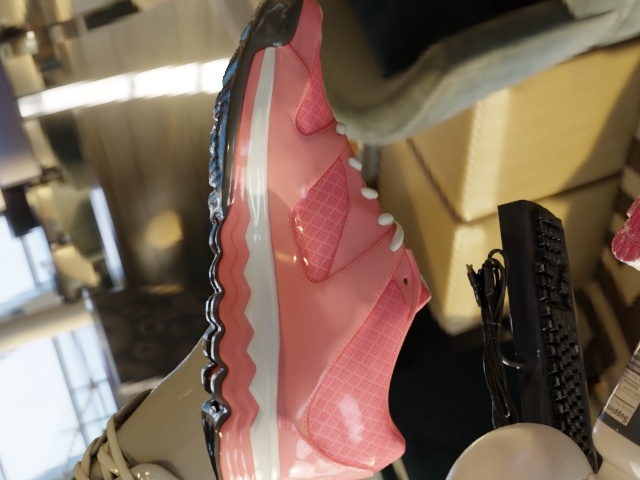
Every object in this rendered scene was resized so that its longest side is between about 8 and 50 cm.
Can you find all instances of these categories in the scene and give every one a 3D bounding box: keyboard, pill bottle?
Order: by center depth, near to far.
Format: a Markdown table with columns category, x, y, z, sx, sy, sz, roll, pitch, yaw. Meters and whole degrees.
| category | x | y | z | sx | sy | sz | roll | pitch | yaw |
| --- | --- | --- | --- | --- | --- | --- | --- | --- | --- |
| pill bottle | 0.243 | 0.120 | 0.832 | 0.180 | 0.108 | 0.108 | -62 | 20 | 3 |
| keyboard | 0.205 | 0.116 | 1.175 | 0.033 | 0.201 | 0.317 | -16 | 74 | 36 |

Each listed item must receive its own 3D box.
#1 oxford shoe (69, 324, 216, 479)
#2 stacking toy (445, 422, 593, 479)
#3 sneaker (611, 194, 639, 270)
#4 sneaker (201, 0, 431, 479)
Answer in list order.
| category | x | y | z | sx | sy | sz | roll | pitch | yaw |
| --- | --- | --- | --- | --- | --- | --- | --- | --- | --- |
| oxford shoe | -0.165 | 0.230 | 1.131 | 0.449 | 0.130 | 0.169 | -58 | 27 | 19 |
| stacking toy | 0.115 | 0.353 | 1.026 | 0.350 | 0.351 | 0.479 | 56 | 133 | 52 |
| sneaker | 0.427 | -0.016 | 1.509 | 0.111 | 0.252 | 0.103 | 35 | 118 | 8 |
| sneaker | 0.000 | 0.000 | 0.780 | 0.116 | 0.136 | 0.313 | -169 | 81 | -79 |
